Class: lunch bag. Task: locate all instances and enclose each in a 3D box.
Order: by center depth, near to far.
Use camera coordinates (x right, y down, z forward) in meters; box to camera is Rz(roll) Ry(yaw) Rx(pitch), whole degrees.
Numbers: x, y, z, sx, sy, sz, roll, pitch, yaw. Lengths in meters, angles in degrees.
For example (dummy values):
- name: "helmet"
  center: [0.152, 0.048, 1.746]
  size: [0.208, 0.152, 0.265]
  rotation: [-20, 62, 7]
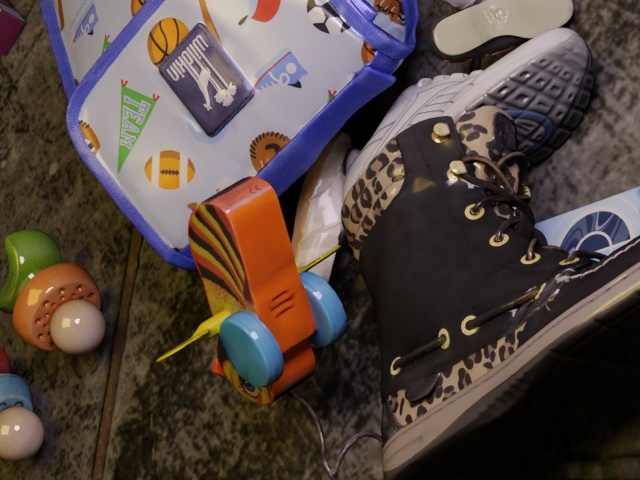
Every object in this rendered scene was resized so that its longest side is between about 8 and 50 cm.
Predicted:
- name: "lunch bag"
  center: [-0.087, -0.201, 1.802]
  size: [0.328, 0.239, 0.385]
  rotation: [-45, 43, 23]

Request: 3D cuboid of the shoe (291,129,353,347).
- name: "shoe"
  center: [0.000, 0.000, 1.774]
  size: [0.058, 0.076, 0.219]
  rotation: [16, 80, 5]

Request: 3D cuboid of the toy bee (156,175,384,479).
- name: "toy bee"
  center: [-0.063, 0.088, 1.649]
  size: [0.162, 0.195, 0.298]
  rotation: [6, 101, 55]

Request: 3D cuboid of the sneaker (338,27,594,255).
- name: "sneaker"
  center: [0.117, -0.105, 1.661]
  size: [0.297, 0.111, 0.129]
  rotation: [-37, 44, 28]

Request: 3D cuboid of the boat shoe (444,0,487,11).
- name: "boat shoe"
  center: [0.212, -0.303, 1.663]
  size: [0.258, 0.084, 0.095]
  rotation: [-48, 27, 28]

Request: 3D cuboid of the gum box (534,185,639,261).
- name: "gum box"
  center: [0.238, 0.045, 1.513]
  size: [0.184, 0.041, 0.157]
  rotation: [-20, 59, 39]

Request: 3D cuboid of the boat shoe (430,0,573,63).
- name: "boat shoe"
  center: [0.162, -0.195, 1.662]
  size: [0.133, 0.042, 0.049]
  rotation: [-18, 84, -7]

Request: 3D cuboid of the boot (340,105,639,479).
- name: "boot"
  center: [0.166, 0.009, 1.477]
  size: [0.377, 0.138, 0.284]
  rotation: [-42, 46, 34]

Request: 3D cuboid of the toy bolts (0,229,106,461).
- name: "toy bolts"
  center: [-0.353, 0.126, 1.990]
  size: [0.158, 0.218, 0.228]
  rotation: [40, 121, 41]

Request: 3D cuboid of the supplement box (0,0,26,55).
- name: "supplement box"
  center: [-0.416, -0.281, 2.334]
  size: [0.055, 0.043, 0.083]
  rotation: [-55, 42, 13]
